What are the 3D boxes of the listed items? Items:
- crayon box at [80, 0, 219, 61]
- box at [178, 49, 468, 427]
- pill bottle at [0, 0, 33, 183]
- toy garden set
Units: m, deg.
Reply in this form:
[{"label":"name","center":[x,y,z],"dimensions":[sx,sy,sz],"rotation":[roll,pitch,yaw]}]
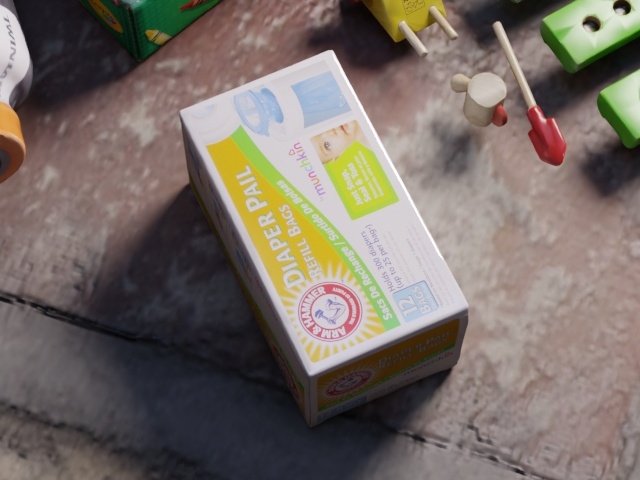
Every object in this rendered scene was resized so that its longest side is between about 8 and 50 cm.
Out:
[{"label":"crayon box","center":[-0.158,-0.282,1.223],"dimensions":[0.165,0.081,0.278],"rotation":[-40,72,-16]},{"label":"box","center":[0.000,0.000,1.087],"dimensions":[0.114,0.103,0.203],"rotation":[-24,68,-10]},{"label":"pill bottle","center":[-0.272,-0.151,1.139],"dimensions":[0.130,0.130,0.246],"rotation":[-18,68,-8]},{"label":"toy garden set","center":[0.150,-0.155,1.189],"dimensions":[0.203,0.049,0.244],"rotation":[-30,70,-14]}]
